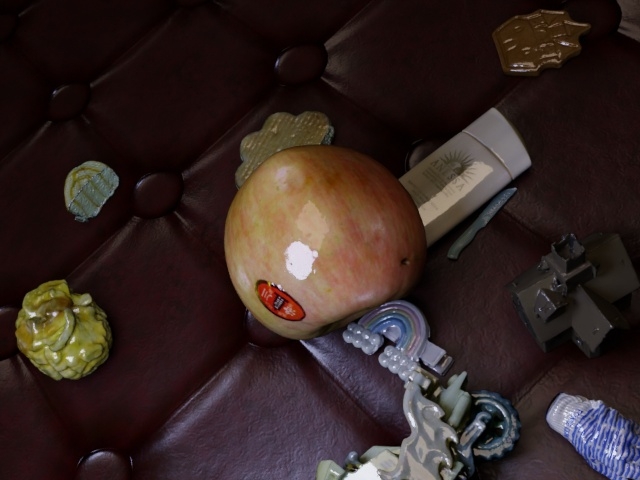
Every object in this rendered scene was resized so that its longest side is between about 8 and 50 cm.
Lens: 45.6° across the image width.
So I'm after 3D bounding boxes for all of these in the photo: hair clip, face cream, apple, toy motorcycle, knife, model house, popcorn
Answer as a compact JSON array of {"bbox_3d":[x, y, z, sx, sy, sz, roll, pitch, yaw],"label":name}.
[{"bbox_3d":[0.161,0.193,1.516,0.220,0.054,0.140,32,81,35],"label":"hair clip"},{"bbox_3d":[0.290,-0.130,1.625,0.348,0.081,0.173,-37,57,-3],"label":"face cream"},{"bbox_3d":[0.000,0.000,1.476,0.391,0.391,0.347,-25,76,5],"label":"apple"},{"bbox_3d":[0.155,0.396,1.336,0.410,0.169,0.237,-43,63,-13],"label":"toy motorcycle"},{"bbox_3d":[0.337,-0.038,1.598,0.210,0.015,0.028,-47,51,-10],"label":"knife"},{"bbox_3d":[0.455,0.084,1.349,0.211,0.243,0.204,-31,56,1],"label":"model house"},{"bbox_3d":[-0.568,0.193,1.673,0.181,0.217,0.235,-37,68,-7],"label":"popcorn"}]

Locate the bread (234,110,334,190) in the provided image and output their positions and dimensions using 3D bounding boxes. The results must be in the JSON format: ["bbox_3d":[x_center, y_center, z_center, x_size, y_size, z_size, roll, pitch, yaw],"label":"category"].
[{"bbox_3d":[-0.099,-0.199,1.818,0.207,0.056,0.287,25,73,26],"label":"bread"}]

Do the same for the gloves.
[{"bbox_3d":[0.490,0.345,1.292,0.229,0.097,0.119,29,105,25],"label":"gloves"}]

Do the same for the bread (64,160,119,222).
[{"bbox_3d":[-0.603,-0.133,1.934,0.110,0.103,0.156,29,68,25],"label":"bread"}]

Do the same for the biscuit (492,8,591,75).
[{"bbox_3d":[0.515,-0.466,1.760,0.215,0.034,0.182,-15,59,12],"label":"biscuit"}]
